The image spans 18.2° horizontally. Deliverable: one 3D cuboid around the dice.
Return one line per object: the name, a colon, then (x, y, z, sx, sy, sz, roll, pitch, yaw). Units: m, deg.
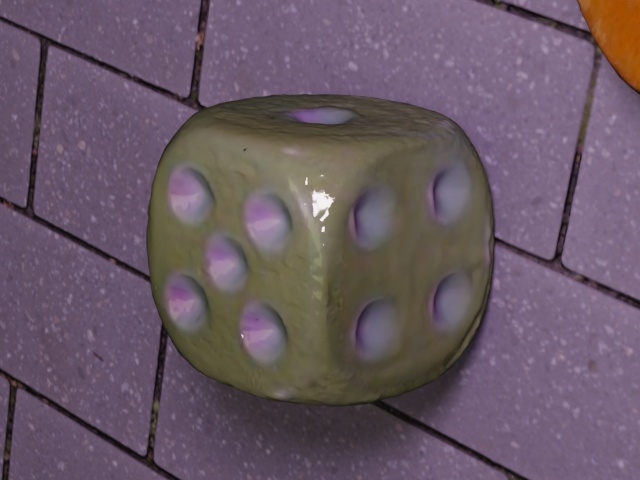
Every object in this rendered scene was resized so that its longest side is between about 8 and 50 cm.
dice: (0.000, 0.000, 1.890, 0.254, 0.252, 0.249, 17, 111, 43)

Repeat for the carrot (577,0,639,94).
carrot: (0.332, -0.256, 1.612, 0.258, 0.100, 0.307, 16, 108, 37)
